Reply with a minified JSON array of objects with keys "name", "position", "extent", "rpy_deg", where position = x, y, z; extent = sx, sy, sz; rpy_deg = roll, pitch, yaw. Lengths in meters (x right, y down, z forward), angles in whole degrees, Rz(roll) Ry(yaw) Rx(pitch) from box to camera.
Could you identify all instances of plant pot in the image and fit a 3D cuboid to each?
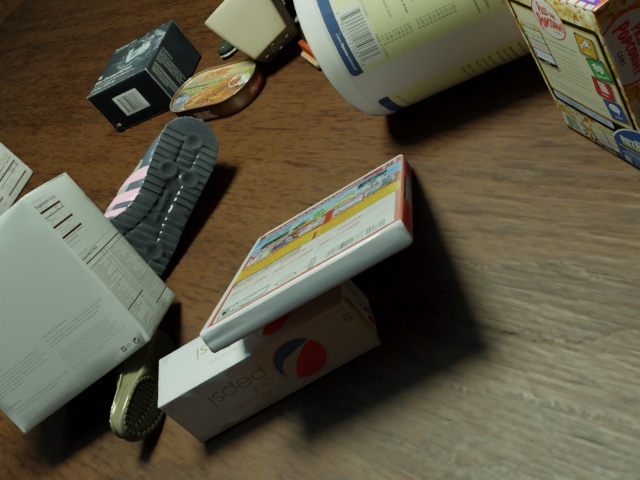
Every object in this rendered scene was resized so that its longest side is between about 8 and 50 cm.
[{"name":"plant pot","position":[-0.101,-0.349,1.251],"extent":[0.109,0.096,0.109],"rpy_deg":[-43,-5,15]}]

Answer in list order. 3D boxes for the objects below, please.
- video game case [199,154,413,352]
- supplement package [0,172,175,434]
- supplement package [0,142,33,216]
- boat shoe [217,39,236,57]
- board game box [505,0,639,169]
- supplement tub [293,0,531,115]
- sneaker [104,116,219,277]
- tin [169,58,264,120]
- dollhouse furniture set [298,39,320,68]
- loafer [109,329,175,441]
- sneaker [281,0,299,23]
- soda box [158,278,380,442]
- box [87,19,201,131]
[{"name":"video game case","position":[0.000,0.000,0.776],"extent":[0.204,0.025,0.285],"rpy_deg":[-30,12,14]},{"name":"supplement package","position":[-0.318,0.068,0.899],"extent":[0.194,0.203,0.149],"rpy_deg":[-37,12,10]},{"name":"supplement package","position":[-0.733,-0.067,1.513],"extent":[0.204,0.145,0.261],"rpy_deg":[-12,44,34]},{"name":"boat shoe","position":[-0.154,-0.391,1.421],"extent":[0.049,0.042,0.133],"rpy_deg":[8,58,44]},{"name":"board game box","position":[0.241,-0.154,0.675],"extent":[0.045,0.193,0.146],"rpy_deg":[-39,36,2]},{"name":"supplement tub","position":[0.155,-0.303,0.877],"extent":[0.325,0.235,0.235],"rpy_deg":[-20,40,26]},{"name":"sneaker","position":[-0.248,-0.020,1.082],"extent":[0.319,0.112,0.131],"rpy_deg":[-60,14,-20]},{"name":"tin","position":[-0.173,-0.248,1.289],"extent":[0.190,0.040,0.106],"rpy_deg":[-2,54,41]},{"name":"dollhouse furniture set","position":[-0.024,-0.396,1.119],"extent":[0.135,0.259,0.262],"rpy_deg":[-38,35,-1]},{"name":"loafer","position":[-0.202,0.165,0.862],"extent":[0.050,0.056,0.148],"rpy_deg":[-24,29,23]},{"name":"sneaker","position":[-0.081,-0.395,1.334],"extent":[0.186,0.069,0.084],"rpy_deg":[-28,32,18]},{"name":"soda box","position":[-0.054,0.110,0.763],"extent":[0.216,0.074,0.069],"rpy_deg":[-31,35,12]},{"name":"box","position":[-0.328,-0.307,1.446],"extent":[0.156,0.093,0.158],"rpy_deg":[-16,41,30]}]
